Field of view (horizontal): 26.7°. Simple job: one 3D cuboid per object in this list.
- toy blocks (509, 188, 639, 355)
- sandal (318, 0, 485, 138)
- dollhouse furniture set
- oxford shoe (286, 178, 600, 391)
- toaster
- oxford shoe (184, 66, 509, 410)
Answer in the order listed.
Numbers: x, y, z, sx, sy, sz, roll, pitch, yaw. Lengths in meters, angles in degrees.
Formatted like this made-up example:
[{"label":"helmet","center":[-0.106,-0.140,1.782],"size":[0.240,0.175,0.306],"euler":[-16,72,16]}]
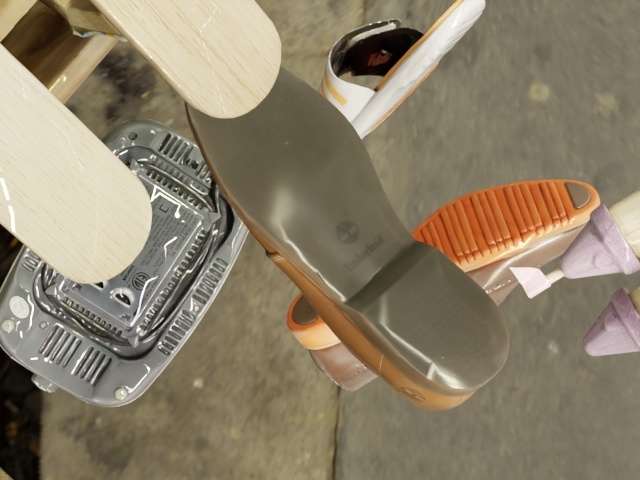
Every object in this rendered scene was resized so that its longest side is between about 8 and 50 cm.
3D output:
[{"label":"toy blocks","center":[0.311,0.017,1.022],"size":[0.260,0.309,0.288],"euler":[-34,131,14]},{"label":"sandal","center":[0.055,-0.160,1.167],"size":[0.076,0.102,0.265],"euler":[47,149,1]},{"label":"dollhouse furniture set","center":[-0.136,-0.014,0.543],"size":[0.242,0.212,0.161],"euler":[-52,125,-12]},{"label":"oxford shoe","center":[0.149,0.049,1.484],"size":[0.363,0.130,0.133],"euler":[-25,117,15]},{"label":"toaster","center":[-0.138,0.002,0.963],"size":[0.129,0.146,0.227],"euler":[32,88,-14]},{"label":"oxford shoe","center":[0.000,0.000,0.660],"size":[0.076,0.076,0.212],"euler":[-31,75,-24]}]
